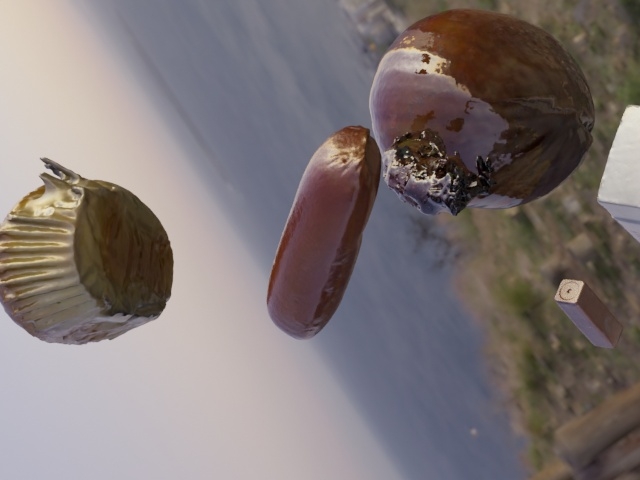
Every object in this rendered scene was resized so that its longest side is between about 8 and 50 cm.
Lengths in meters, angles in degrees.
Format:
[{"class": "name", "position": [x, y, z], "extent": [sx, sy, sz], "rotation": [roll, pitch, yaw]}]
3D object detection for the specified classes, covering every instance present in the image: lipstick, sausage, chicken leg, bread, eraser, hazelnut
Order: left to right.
[{"class": "bread", "position": [-0.346, 0.039, 1.855], "extent": [0.388, 0.183, 0.236], "rotation": [52, -141, -69]}, {"class": "sausage", "position": [0.000, 0.000, 1.296], "extent": [0.083, 0.089, 0.300], "rotation": [20, 139, 3]}, {"class": "chicken leg", "position": [0.125, -0.080, 1.448], "extent": [0.234, 0.105, 0.063], "rotation": [-136, 37, -63]}, {"class": "hazelnut", "position": [0.289, -0.219, 2.219], "extent": [0.359, 0.409, 0.359], "rotation": [-7, 82, 58]}, {"class": "lipstick", "position": [0.421, 0.115, 1.991], "extent": [0.045, 0.045, 0.145], "rotation": [4, 151, 43]}, {"class": "eraser", "position": [0.424, -0.045, 1.492], "extent": [0.081, 0.124, 0.279], "rotation": [13, 168, 38]}]
